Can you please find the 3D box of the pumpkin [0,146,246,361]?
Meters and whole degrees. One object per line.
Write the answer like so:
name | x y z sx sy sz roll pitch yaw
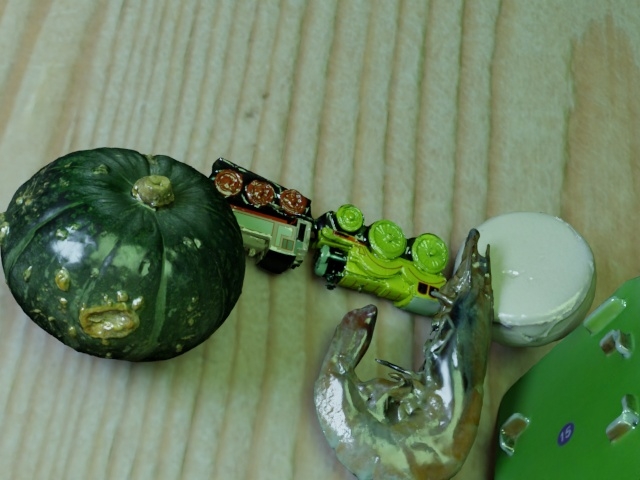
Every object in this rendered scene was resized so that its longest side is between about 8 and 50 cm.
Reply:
pumpkin | -0.151 0.009 0.764 0.190 0.146 0.190 5 49 -6

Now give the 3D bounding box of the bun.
bun | 0.196 0.047 0.941 0.138 0.094 0.138 -7 56 10

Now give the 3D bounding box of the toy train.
toy train | 0.000 0.000 0.895 0.250 0.053 0.085 19 63 -15

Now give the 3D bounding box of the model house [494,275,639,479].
model house | 0.348 0.206 0.749 0.324 0.340 0.300 31 36 -11

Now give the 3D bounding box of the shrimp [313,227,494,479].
shrimp | 0.082 0.093 0.849 0.143 0.052 0.251 20 62 1
